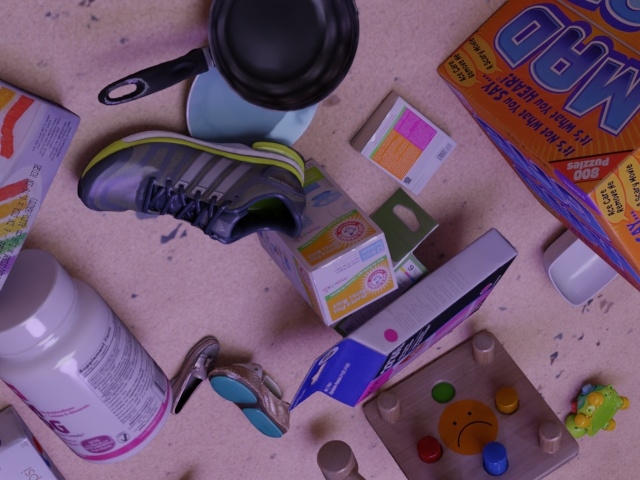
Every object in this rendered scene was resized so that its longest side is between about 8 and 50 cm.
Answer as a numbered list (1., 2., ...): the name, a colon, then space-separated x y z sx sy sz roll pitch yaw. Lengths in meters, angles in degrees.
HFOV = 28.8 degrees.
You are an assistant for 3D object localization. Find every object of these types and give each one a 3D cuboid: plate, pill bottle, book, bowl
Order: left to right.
1. pill bottle: -0.320 0.149 1.589 0.160 0.160 0.283 -35 132 -5
2. plate: -0.087 -0.182 1.588 0.188 0.024 0.188 -16 129 -21
3. book: 0.119 -0.134 1.742 0.096 0.035 0.144 -51 133 6
4. bowl: 0.427 0.025 2.028 0.142 0.053 0.142 -42 133 1

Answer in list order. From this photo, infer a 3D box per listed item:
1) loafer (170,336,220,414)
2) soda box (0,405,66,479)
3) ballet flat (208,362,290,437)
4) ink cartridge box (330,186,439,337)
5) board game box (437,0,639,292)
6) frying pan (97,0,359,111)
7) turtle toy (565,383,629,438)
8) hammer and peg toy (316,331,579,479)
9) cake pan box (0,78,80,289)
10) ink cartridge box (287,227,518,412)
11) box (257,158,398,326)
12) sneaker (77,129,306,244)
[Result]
1. loafer: -0.180 0.197 1.791 0.045 0.039 0.125 28 105 -42
2. soda box: -0.402 0.330 1.728 0.069 0.074 0.216 -29 133 -10
3. ballet flat: -0.102 0.220 1.843 0.206 0.073 0.067 57 42 -50
4. ink cartridge box: 0.081 0.037 1.787 0.209 0.109 0.062 -45 133 4
5. board game box: 0.456 -0.175 1.693 0.356 0.356 0.356 -43 133 3
6. frying pan: -0.092 -0.211 1.500 0.326 0.053 0.197 -44 114 -9
7. turtle toy: 0.491 0.310 2.261 0.095 0.066 0.130 13 115 -35
8. hammer and peg toy: 0.194 0.334 1.968 0.361 0.266 0.127 -31 151 -10
9. cake pan box: -0.433 -0.071 1.395 0.246 0.070 0.266 25 94 -38
10. ink cartridge box: 0.120 0.129 1.795 0.371 0.069 0.175 -32 162 -30
11. box: 0.000 0.000 1.647 0.114 0.203 0.103 -28 132 -12
12. sneaker: -0.149 -0.060 1.547 0.300 0.121 0.111 -2 135 -19
